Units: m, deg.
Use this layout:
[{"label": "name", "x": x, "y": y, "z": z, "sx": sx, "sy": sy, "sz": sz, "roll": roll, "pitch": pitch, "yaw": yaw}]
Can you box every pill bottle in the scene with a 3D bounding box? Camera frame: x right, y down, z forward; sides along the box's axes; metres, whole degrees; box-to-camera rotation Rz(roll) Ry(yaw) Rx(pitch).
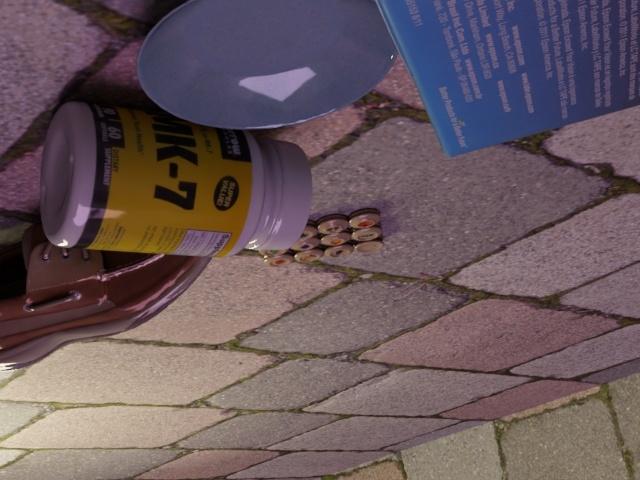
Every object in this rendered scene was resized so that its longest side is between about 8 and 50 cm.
[{"label": "pill bottle", "x": -0.121, "y": -0.047, "z": 0.803, "sx": 0.209, "sy": 0.119, "sz": 0.119, "roll": 4, "pitch": 154, "yaw": -30}]

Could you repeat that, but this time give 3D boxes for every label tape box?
[{"label": "label tape box", "x": 0.213, "y": -0.191, "z": 0.599, "sx": 0.348, "sy": 0.115, "sz": 0.249, "roll": -17, "pitch": 157, "yaw": 12}]

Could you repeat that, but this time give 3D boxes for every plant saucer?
[{"label": "plant saucer", "x": -0.040, "y": -0.146, "z": 0.701, "sx": 0.195, "sy": 0.037, "sz": 0.195, "roll": -8, "pitch": 158, "yaw": -3}]

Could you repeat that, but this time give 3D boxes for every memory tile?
[{"label": "memory tile", "x": 0.000, "y": 0.000, "z": 1.103, "sx": 0.148, "sy": 0.012, "sz": 0.113, "roll": -10, "pitch": 158, "yaw": 1}]

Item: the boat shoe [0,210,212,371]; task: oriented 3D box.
[{"label": "boat shoe", "x": -0.245, "y": 0.029, "z": 0.940, "sx": 0.324, "sy": 0.123, "sz": 0.116, "roll": -27, "pitch": 129, "yaw": 15}]
